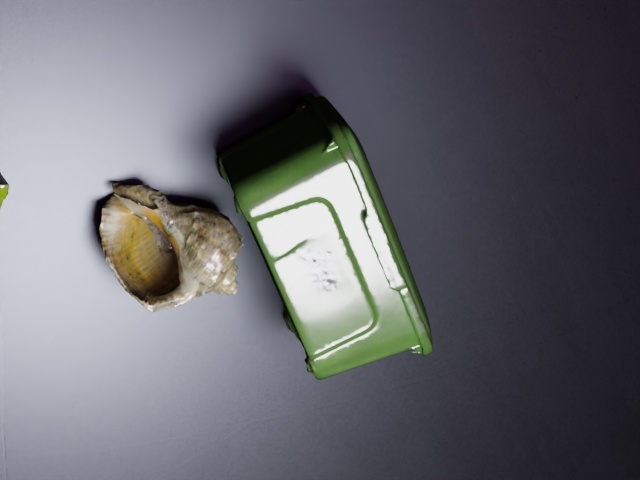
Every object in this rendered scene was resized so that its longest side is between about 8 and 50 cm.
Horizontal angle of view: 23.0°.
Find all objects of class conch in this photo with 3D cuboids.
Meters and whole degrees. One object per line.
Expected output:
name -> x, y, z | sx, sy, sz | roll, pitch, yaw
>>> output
conch -> -0.192, 0.009, 1.971 | 0.207, 0.130, 0.155 | 40, 55, -8

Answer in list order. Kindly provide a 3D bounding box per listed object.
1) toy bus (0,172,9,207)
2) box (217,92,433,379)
toy bus -> -0.524, -0.049, 1.814 | 0.302, 0.113, 0.139 | 6, 114, -32
box -> 0.000, 0.000, 1.992 | 0.178, 0.253, 0.328 | -22, 109, -2
